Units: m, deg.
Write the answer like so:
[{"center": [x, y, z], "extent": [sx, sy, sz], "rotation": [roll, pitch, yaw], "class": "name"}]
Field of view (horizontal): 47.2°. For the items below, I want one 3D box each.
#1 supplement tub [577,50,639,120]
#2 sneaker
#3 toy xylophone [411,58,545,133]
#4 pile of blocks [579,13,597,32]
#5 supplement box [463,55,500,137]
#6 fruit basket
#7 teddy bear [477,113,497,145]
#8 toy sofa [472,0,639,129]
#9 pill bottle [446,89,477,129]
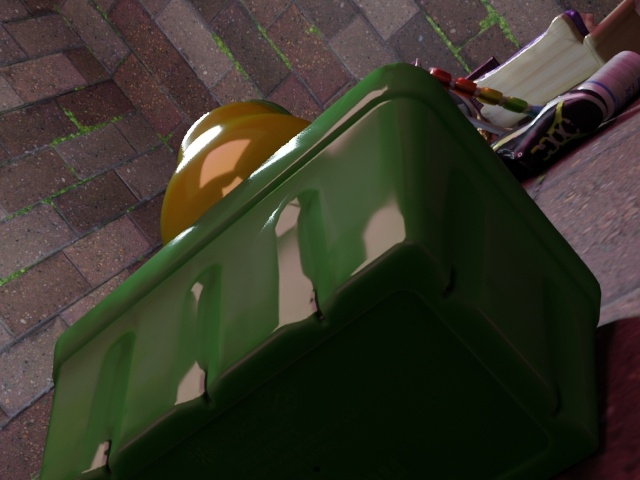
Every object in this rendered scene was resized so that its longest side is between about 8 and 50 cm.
[{"center": [0.466, -0.245, 1.171], "extent": [0.107, 0.071, 0.071], "rotation": [-40, 3, -15], "class": "supplement tub"}, {"center": [0.358, -0.147, 1.174], "extent": [0.234, 0.084, 0.097], "rotation": [-36, 28, 49], "class": "sneaker"}, {"center": [0.318, -0.266, 1.457], "extent": [0.236, 0.322, 0.081], "rotation": [-74, 4, -82], "class": "toy xylophone"}, {"center": [0.677, -0.468, 1.842], "extent": [0.112, 0.149, 0.362], "rotation": [7, 30, 14], "class": "pile of blocks"}, {"center": [0.427, -0.334, 1.752], "extent": [0.104, 0.188, 0.081], "rotation": [-37, 3, 22], "class": "supplement box"}, {"center": [-0.015, 0.045, 0.559], "extent": [0.392, 0.283, 0.392], "rotation": [-39, 18, 15], "class": "fruit basket"}, {"center": [0.477, -0.340, 1.997], "extent": [0.245, 0.113, 0.338], "rotation": [-39, 2, 30], "class": "teddy bear"}, {"center": [0.480, -0.347, 1.491], "extent": [0.150, 0.177, 0.362], "rotation": [-41, 3, -25], "class": "toy sofa"}, {"center": [0.257, -0.265, 1.780], "extent": [0.204, 0.204, 0.361], "rotation": [-37, -4, 28], "class": "pill bottle"}]
